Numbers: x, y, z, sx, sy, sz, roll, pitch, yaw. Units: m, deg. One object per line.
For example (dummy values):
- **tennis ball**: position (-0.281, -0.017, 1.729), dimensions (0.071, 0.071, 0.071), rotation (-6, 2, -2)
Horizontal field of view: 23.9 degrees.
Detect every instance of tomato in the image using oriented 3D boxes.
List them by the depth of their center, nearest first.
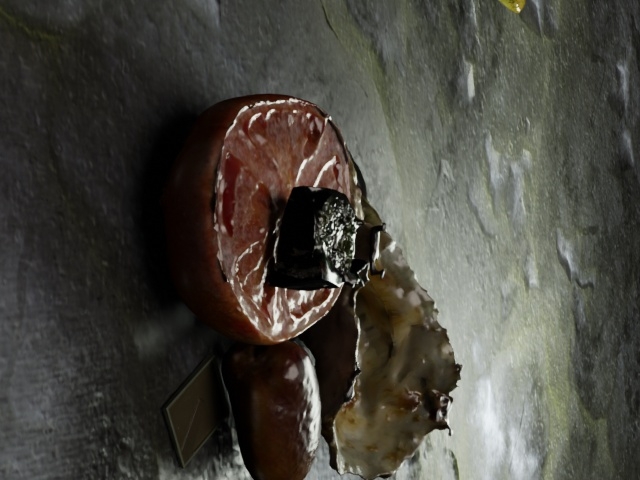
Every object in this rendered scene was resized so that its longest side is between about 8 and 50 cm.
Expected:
- **tomato**: position (-0.064, -0.025, 1.343), dimensions (0.236, 0.095, 0.237), rotation (-3, 93, -58)

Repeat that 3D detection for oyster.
- **oyster**: position (0.035, 0.071, 1.499), dimensions (0.198, 0.133, 0.337), rotation (-36, 121, -54)

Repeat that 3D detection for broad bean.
- **broad bean**: position (-0.041, 0.162, 1.409), dimensions (0.114, 0.084, 0.165), rotation (-42, 135, -51)

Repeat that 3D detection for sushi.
- **sushi**: position (0.000, 0.000, 1.309), dimensions (0.084, 0.056, 0.083), rotation (11, 74, -57)

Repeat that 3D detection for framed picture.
- **framed picture**: position (-0.111, 0.152, 1.354), dimensions (0.089, 0.006, 0.066), rotation (-50, 134, -50)

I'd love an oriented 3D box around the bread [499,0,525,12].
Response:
- **bread**: position (0.230, -0.403, 1.905), dimensions (0.233, 0.088, 0.161), rotation (-62, 147, -45)
